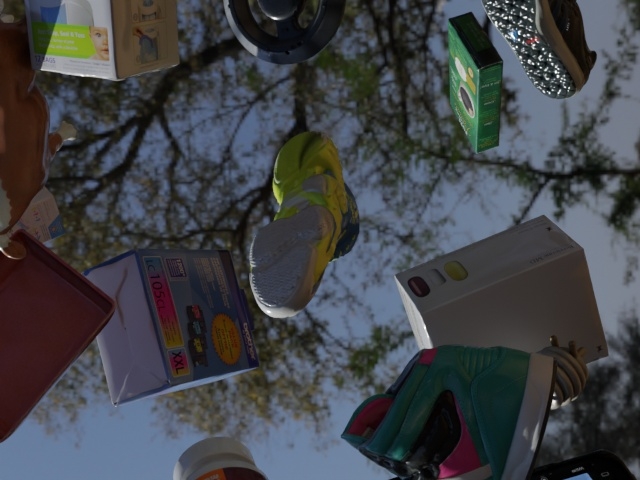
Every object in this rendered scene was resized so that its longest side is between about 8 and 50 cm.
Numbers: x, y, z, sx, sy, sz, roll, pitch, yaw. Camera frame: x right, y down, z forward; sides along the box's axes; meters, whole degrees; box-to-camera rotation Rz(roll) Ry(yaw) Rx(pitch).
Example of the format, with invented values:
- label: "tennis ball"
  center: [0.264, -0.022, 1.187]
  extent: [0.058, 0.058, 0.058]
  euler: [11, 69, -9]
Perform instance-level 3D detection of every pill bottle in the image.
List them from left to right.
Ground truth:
- label: "pill bottle"
  center: [-0.099, 0.324, 1.004]
  extent: [0.221, 0.121, 0.121]
  euler: [-126, 21, -60]

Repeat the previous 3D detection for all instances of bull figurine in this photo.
- label: "bull figurine"
  center: [-0.345, -0.126, 0.997]
  extent: [0.188, 0.101, 0.310]
  euler: [-77, 2, -47]

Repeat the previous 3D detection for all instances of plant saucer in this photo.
- label: "plant saucer"
  center: [-0.461, 0.143, 1.371]
  extent: [0.259, 0.258, 0.047]
  euler: [-51, -32, -12]

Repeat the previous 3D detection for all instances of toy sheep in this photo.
- label: "toy sheep"
  center: [0.333, 0.187, 1.266]
  extent: [0.132, 0.091, 0.091]
  euler: [-31, -55, -25]

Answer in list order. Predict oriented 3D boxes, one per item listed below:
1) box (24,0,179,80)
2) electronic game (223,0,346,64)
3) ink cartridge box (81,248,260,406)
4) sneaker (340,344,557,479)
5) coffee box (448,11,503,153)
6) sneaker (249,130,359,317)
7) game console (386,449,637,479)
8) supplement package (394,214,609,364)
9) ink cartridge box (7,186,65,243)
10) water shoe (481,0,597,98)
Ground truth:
- label: "box"
  center: [-0.217, -0.270, 0.883]
  extent: [0.103, 0.114, 0.203]
  euler: [-34, -50, -56]
- label: "electronic game"
  center: [-0.062, -0.407, 1.490]
  extent: [0.048, 0.229, 0.229]
  euler: [-27, -65, -59]
- label: "ink cartridge box"
  center: [-0.275, 0.161, 1.822]
  extent: [0.395, 0.151, 0.270]
  euler: [2, -109, -66]
- label: "sneaker"
  center: [0.103, 0.225, 0.866]
  extent: [0.124, 0.178, 0.295]
  euler: [-41, -35, -70]
- label: "coffee box"
  center: [0.223, -0.226, 1.303]
  extent: [0.184, 0.040, 0.113]
  euler: [76, 174, -55]
- label: "sneaker"
  center: [0.000, 0.000, 0.946]
  extent: [0.126, 0.091, 0.240]
  euler: [53, -143, -40]
- label: "game console"
  center: [0.244, 0.359, 1.228]
  extent: [0.213, 0.361, 0.044]
  euler: [46, -149, -33]
- label: "supplement package"
  center: [0.280, 0.115, 1.399]
  extent: [0.145, 0.262, 0.204]
  euler: [-118, 6, -64]
- label: "ink cartridge box"
  center: [-0.555, -0.037, 1.633]
  extent: [0.143, 0.090, 0.092]
  euler: [-29, -45, -25]
- label: "water shoe"
  center: [0.235, -0.252, 0.980]
  extent: [0.080, 0.073, 0.203]
  euler: [-49, -60, -32]
